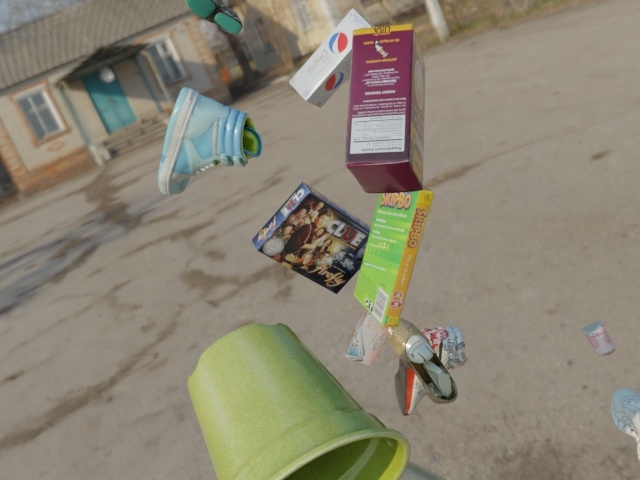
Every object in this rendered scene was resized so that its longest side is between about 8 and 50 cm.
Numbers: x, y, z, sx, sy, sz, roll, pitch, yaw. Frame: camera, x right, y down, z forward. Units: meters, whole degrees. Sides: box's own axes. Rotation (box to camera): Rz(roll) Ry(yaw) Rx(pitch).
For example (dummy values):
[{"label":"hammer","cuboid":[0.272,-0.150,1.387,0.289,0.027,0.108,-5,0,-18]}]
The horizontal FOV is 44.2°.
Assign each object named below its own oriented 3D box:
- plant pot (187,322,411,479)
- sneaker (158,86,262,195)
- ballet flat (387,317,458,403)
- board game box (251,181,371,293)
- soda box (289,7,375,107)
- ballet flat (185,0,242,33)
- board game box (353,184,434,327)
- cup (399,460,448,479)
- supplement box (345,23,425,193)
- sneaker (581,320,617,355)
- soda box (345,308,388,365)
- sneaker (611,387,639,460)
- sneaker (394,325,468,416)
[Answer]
[{"label":"plant pot","cuboid":[-0.058,0.263,1.108,0.276,0.276,0.254,-27,53,-14]},{"label":"sneaker","cuboid":[-0.248,-0.187,1.781,0.319,0.208,0.127,117,167,-53]},{"label":"ballet flat","cuboid":[0.205,0.233,1.518,0.073,0.206,0.067,-43,19,-19]},{"label":"board game box","cuboid":[0.000,0.000,1.648,0.165,0.243,0.042,-49,40,14]},{"label":"soda box","cuboid":[0.035,-0.399,1.742,0.216,0.069,0.074,-46,-24,16]},{"label":"ballet flat","cuboid":[-0.177,-0.377,1.287,0.041,0.114,0.041,-21,57,37]},{"label":"board game box","cuboid":[0.119,0.000,1.296,0.039,0.259,0.124,3,20,-23]},{"label":"cup","cuboid":[0.260,0.669,1.684,0.237,0.331,0.331,11,29,26]},{"label":"supplement box","cuboid":[0.086,-0.165,1.004,0.081,0.188,0.104,-2,-17,17]},{"label":"sneaker","cuboid":[0.629,0.224,1.778,0.051,0.070,0.134,-29,-5,12]},{"label":"soda box","cuboid":[0.109,0.190,1.665,0.183,0.063,0.058,112,176,-49]},{"label":"sneaker","cuboid":[0.754,0.413,1.827,0.110,0.118,0.292,-11,20,3]},{"label":"sneaker","cuboid":[0.244,0.288,1.725,0.145,0.270,0.090,-9,45,-8]}]
